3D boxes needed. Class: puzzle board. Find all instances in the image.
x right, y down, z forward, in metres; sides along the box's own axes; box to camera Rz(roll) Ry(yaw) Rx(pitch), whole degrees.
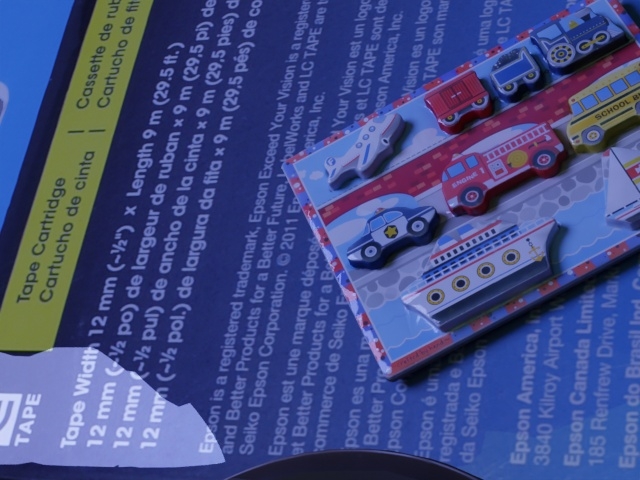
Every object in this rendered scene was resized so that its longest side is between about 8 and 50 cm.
[{"bbox_3d":[0.059,-0.022,0.489,0.128,0.011,0.096,-29,53,3],"label":"puzzle board"}]

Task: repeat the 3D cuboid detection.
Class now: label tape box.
[{"bbox_3d":[0.000,0.000,0.576,0.348,0.115,0.249,-2,58,22],"label":"label tape box"}]

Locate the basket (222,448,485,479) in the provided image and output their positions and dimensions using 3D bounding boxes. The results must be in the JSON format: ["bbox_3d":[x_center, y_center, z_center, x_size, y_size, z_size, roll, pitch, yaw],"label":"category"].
[{"bbox_3d":[0.034,0.156,0.385,0.154,0.227,0.204,28,71,33],"label":"basket"}]
